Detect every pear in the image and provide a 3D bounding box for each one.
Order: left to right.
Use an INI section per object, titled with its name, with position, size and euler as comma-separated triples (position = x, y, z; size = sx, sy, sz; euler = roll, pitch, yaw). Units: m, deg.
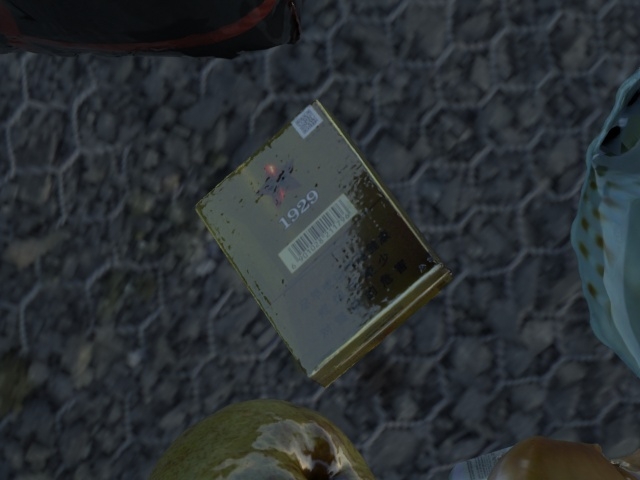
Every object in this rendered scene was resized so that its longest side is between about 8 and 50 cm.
[pear]
position = -0.040, 0.238, 1.438
size = 0.188, 0.211, 0.228
euler = -22, 64, -41

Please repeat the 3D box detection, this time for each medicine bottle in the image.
[medicine bottle]
position = 0.168, 0.274, 1.958
size = 0.118, 0.074, 0.055
euler = -20, 37, 8

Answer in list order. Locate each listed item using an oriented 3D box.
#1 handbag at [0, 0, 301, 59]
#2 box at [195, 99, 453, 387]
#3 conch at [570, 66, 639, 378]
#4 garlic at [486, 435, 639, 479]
[handbag]
position = -0.098, -0.166, 0.768
size = 0.169, 0.215, 0.155
euler = -4, 65, 4
[box]
position = 0.000, 0.000, 0.953
size = 0.090, 0.023, 0.133
euler = -41, 55, 7
[conch]
position = 0.308, -0.023, 1.038
size = 0.303, 0.215, 0.319
euler = 33, 110, 5
[garlic]
position = 0.198, 0.227, 1.192
size = 0.217, 0.110, 0.228
euler = 15, 24, -39
